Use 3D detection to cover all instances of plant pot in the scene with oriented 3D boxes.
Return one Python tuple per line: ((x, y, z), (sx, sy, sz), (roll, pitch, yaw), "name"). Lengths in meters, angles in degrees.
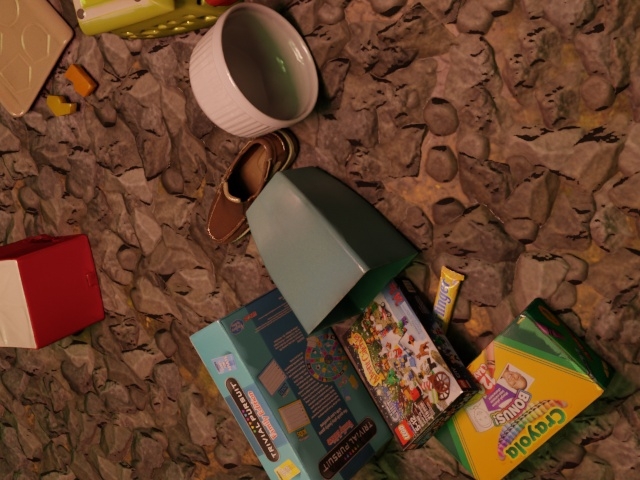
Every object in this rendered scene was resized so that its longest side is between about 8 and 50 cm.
((-0.290, -0.456, 1.466), (0.227, 0.207, 0.228), (-5, 101, 32), "plant pot")
((0.000, 0.000, 1.468), (0.234, 0.165, 0.166), (50, 122, 17), "plant pot")

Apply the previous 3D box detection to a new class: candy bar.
((0.199, 0.120, 1.468), (0.040, 0.018, 0.162), (22, 114, 23), "candy bar")

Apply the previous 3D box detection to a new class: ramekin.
((-0.113, -0.264, 1.428), (0.109, 0.207, 0.207), (-22, 93, 42), "ramekin")

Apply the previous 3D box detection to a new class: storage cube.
((-0.584, 0.104, 1.811), (0.183, 0.193, 0.215), (-2, 103, 30), "storage cube")

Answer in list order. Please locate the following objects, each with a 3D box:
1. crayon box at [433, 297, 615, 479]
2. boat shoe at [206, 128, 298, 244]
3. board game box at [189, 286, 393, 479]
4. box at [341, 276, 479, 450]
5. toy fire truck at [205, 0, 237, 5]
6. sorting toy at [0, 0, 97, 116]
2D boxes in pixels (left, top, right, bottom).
((0.303, 0.245, 1.408), (0.165, 0.081, 0.278), (45, 121, 11), "crayon box")
((-0.143, -0.090, 1.555), (0.095, 0.095, 0.257), (41, 120, 13), "boat shoe")
((-0.041, 0.251, 1.505), (0.079, 0.253, 0.336), (-31, 88, 34), "board game box")
((0.140, 0.199, 1.453), (0.159, 0.044, 0.233), (-53, 50, 30), "box")
((-0.132, -0.502, 1.330), (0.169, 0.254, 0.302), (-14, 95, 32), "toy fire truck")
((-0.572, -0.360, 1.760), (0.307, 0.041, 0.229), (48, 117, 9), "sorting toy")
